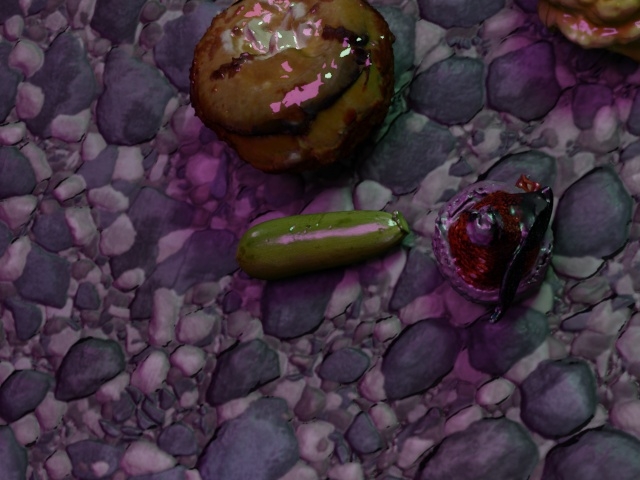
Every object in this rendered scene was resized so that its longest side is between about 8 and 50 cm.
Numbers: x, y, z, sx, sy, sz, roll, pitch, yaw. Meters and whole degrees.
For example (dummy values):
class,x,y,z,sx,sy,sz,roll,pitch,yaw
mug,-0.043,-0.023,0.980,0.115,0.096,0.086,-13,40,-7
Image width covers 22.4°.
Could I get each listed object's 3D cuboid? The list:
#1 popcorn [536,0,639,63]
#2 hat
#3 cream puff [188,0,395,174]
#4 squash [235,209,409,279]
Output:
class,x,y,z,sx,sy,sz,roll,pitch,yaw
popcorn,0.309,-0.296,1.643,0.225,0.174,0.286,-32,67,30
hat,0.173,-0.010,1.559,0.140,0.227,0.129,-42,81,1
cream puff,-0.024,-0.176,1.767,0.240,0.164,0.240,-14,49,16
squash,0.000,0.000,1.732,0.201,0.066,0.066,-11,64,23
